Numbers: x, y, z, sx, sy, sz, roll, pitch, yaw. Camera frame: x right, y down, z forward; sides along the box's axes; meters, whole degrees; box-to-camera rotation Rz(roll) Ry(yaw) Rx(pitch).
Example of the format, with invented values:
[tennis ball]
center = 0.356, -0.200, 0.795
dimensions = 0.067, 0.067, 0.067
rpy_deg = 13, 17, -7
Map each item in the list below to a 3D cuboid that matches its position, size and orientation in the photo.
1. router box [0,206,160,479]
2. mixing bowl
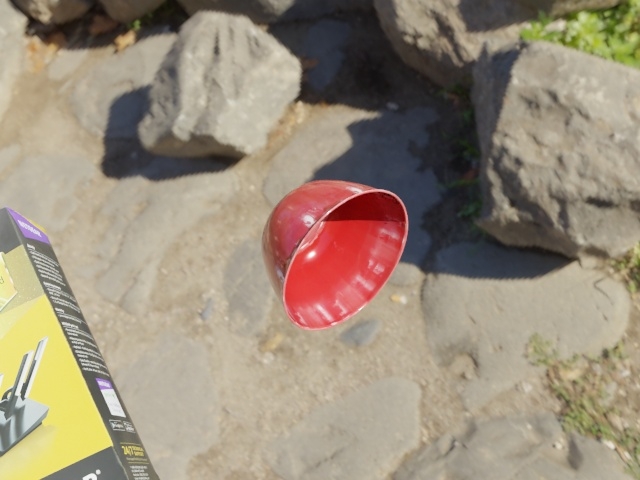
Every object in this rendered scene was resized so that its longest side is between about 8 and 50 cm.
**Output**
[router box]
center = -0.312, 0.155, 0.791
dimensions = 0.309, 0.081, 0.243
rpy_deg = -29, 75, 1
[mixing bowl]
center = 0.000, 0.000, 1.160
dimensions = 0.181, 0.181, 0.098
rpy_deg = -48, 55, -5
